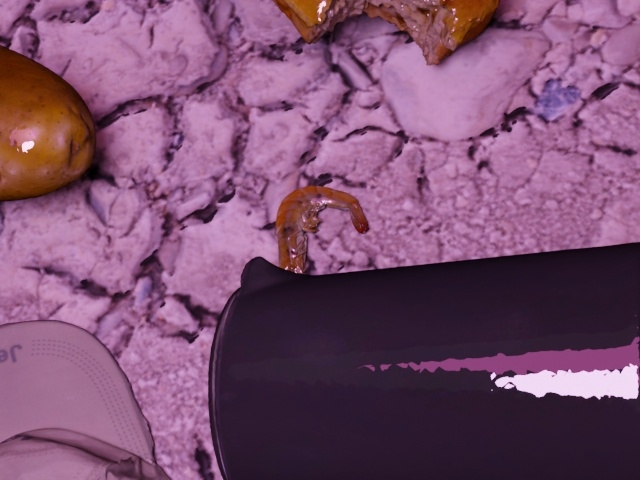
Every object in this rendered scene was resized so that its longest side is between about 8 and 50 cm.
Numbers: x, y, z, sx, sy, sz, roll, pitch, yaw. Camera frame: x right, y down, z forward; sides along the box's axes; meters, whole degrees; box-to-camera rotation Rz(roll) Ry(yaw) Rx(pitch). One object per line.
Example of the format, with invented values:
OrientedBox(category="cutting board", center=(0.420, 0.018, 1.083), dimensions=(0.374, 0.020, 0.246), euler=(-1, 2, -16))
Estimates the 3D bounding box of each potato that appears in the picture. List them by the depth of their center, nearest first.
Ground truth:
OrientedBox(category="potato", center=(-0.360, -0.127, 1.223), dimensions=(0.369, 0.195, 0.176), euler=(17, 79, 25))

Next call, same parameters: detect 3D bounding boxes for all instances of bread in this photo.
OrientedBox(category="bread", center=(-0.012, -0.299, 1.182), dimensions=(0.185, 0.109, 0.380), euler=(-38, 82, -26))

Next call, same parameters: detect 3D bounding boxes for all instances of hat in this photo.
OrientedBox(category="hat", center=(-0.257, 0.169, 1.077), dimensions=(0.214, 0.149, 0.244), euler=(-29, 70, -1))

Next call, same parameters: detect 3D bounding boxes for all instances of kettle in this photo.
OrientedBox(category="kettle", center=(0.095, 0.138, 0.983), dimensions=(0.308, 0.262, 0.203), euler=(-4, 27, 17))

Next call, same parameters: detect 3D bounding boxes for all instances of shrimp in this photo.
OrientedBox(category="shrimp", center=(0.000, 0.000, 1.150), dimensions=(0.083, 0.023, 0.114), euler=(-2, 59, 12))
